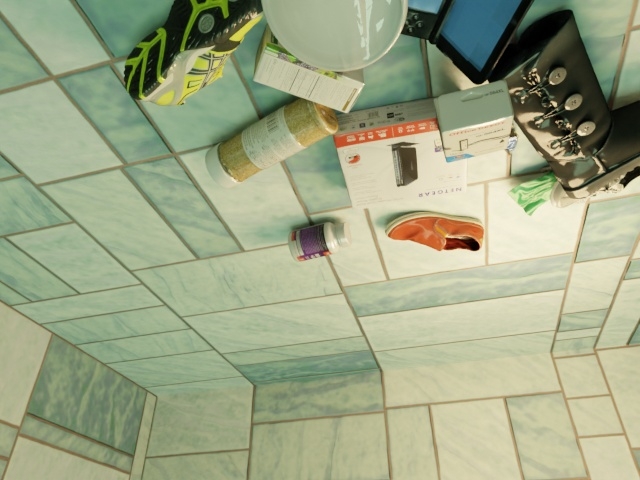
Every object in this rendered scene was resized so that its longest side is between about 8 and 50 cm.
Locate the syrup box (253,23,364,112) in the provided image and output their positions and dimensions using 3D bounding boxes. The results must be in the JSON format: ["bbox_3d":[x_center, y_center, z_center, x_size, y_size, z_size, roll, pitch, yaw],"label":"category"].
[{"bbox_3d":[-0.025,-0.384,1.112,0.237,0.093,0.096,14,141,-18],"label":"syrup box"}]

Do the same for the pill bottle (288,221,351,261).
[{"bbox_3d":[0.000,0.000,1.621,0.193,0.108,0.108,-14,142,17],"label":"pill bottle"}]

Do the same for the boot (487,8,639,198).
[{"bbox_3d":[0.635,-0.350,1.142,0.367,0.146,0.445,-41,117,15],"label":"boot"}]

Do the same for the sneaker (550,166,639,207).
[{"bbox_3d":[0.765,-0.169,1.336,0.281,0.115,0.105,-32,132,11],"label":"sneaker"}]

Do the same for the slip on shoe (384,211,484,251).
[{"bbox_3d":[0.377,-0.020,1.607,0.331,0.101,0.123,4,145,-5],"label":"slip on shoe"}]

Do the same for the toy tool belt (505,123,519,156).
[{"bbox_3d":[0.505,-0.269,1.311,0.052,0.051,0.083,-7,143,8],"label":"toy tool belt"}]

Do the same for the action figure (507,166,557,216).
[{"bbox_3d":[0.676,-0.177,1.430,0.137,0.063,0.232,31,126,-33],"label":"action figure"}]

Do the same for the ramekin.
[{"bbox_3d":[0.035,-0.471,0.929,0.273,0.127,0.273,10,140,9],"label":"ramekin"}]

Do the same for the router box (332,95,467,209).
[{"bbox_3d":[0.225,-0.229,1.335,0.335,0.082,0.301,-8,143,10],"label":"router box"}]

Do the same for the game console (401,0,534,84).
[{"bbox_3d":[0.244,-0.477,0.924,0.250,0.173,0.293,7,142,-11],"label":"game console"}]

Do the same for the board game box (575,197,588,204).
[{"bbox_3d":[0.782,-0.148,1.505,0.090,0.020,0.090,2,144,-4],"label":"board game box"}]

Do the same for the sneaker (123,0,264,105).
[{"bbox_3d":[-0.251,-0.426,1.052,0.385,0.145,0.147,-26,168,26],"label":"sneaker"}]

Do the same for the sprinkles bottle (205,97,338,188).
[{"bbox_3d":[-0.131,-0.254,1.263,0.355,0.121,0.121,-22,138,27],"label":"sprinkles bottle"}]

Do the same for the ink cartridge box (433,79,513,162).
[{"bbox_3d":[0.339,-0.257,1.096,0.148,0.086,0.203,-11,168,16],"label":"ink cartridge box"}]
